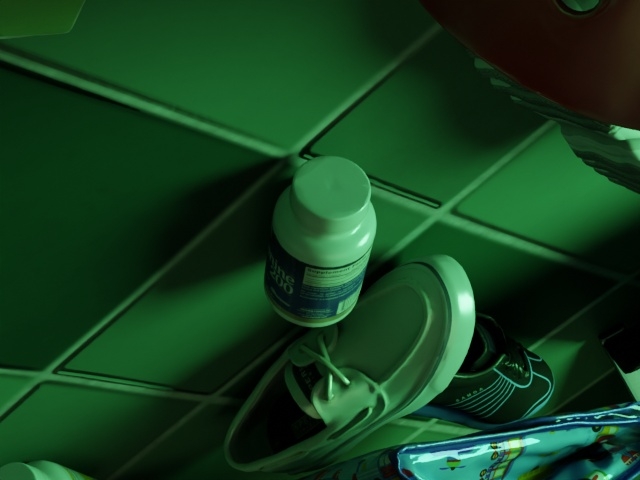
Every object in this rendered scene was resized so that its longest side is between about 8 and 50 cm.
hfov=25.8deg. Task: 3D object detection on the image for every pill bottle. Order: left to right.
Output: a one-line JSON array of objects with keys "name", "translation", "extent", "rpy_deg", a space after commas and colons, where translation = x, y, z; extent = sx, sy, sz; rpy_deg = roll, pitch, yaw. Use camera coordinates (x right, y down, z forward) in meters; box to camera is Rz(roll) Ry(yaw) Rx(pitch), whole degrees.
[{"name": "pill bottle", "translation": [-0.208, 0.206, 1.084], "extent": [0.065, 0.065, 0.116], "rpy_deg": [-31, 151, 9]}, {"name": "pill bottle", "translation": [0.000, 0.000, 0.908], "extent": [0.067, 0.067, 0.120], "rpy_deg": [-16, 150, -18]}]

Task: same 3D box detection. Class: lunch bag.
[{"name": "lunch bag", "translation": [0.132, 0.210, 1.148], "extent": [0.293, 0.138, 0.221], "rpy_deg": [-16, 171, -37]}]

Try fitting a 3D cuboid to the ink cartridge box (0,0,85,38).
[{"name": "ink cartridge box", "translation": [-0.150, -0.155, 0.542], "extent": [0.171, 0.056, 0.235], "rpy_deg": [-9, 163, -29]}]

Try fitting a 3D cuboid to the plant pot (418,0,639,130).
[{"name": "plant pot", "translation": [0.146, -0.170, 0.621], "extent": [0.191, 0.191, 0.174], "rpy_deg": [-5, 140, -34]}]

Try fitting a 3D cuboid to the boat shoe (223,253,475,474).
[{"name": "boat shoe", "translation": [0.013, 0.102, 1.071], "extent": [0.088, 0.096, 0.267], "rpy_deg": [-6, 154, -41]}]

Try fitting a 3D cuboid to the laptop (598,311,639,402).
[{"name": "laptop", "translation": [0.475, 0.094, 1.260], "extent": [0.382, 0.236, 0.408], "rpy_deg": [-30, 121, 7]}]

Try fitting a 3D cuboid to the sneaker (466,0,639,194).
[{"name": "sneaker", "translation": [0.179, -0.120, 0.860], "extent": [0.281, 0.105, 0.115], "rpy_deg": [33, 85, -55]}]

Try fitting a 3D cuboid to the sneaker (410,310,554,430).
[{"name": "sneaker", "translation": [0.135, 0.106, 1.181], "extent": [0.232, 0.081, 0.090], "rpy_deg": [6, 145, -43]}]
